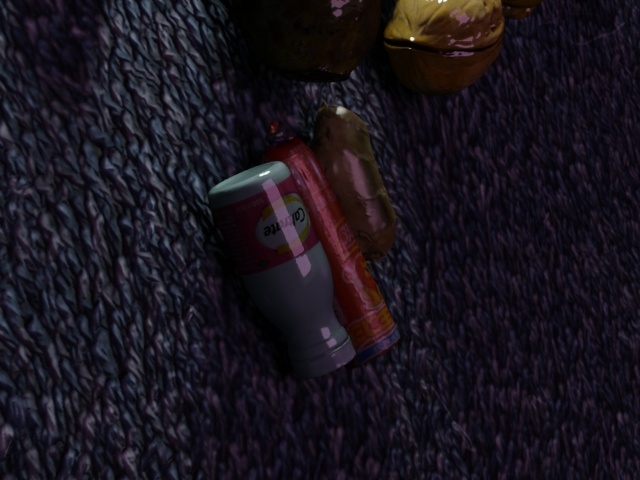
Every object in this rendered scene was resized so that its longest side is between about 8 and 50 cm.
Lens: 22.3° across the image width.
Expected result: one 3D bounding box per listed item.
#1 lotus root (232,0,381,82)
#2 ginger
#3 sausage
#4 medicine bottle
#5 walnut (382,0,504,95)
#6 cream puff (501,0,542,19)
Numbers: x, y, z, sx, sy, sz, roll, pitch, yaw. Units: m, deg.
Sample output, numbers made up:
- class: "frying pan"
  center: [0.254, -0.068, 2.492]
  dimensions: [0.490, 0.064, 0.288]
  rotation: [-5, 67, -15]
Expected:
- class: "lotus root"
  center: [-0.019, -0.302, 1.740]
  dimensions: [0.152, 0.160, 0.274]
  rotation: [8, 72, -59]
- class: "ginger"
  center: [0.033, -0.063, 1.792]
  dimensions: [0.095, 0.069, 0.190]
  rotation: [-33, 104, -72]
- class: "sausage"
  center: [0.000, 0.000, 1.731]
  dimensions: [0.074, 0.074, 0.274]
  rotation: [-37, 105, -49]
- class: "medicine bottle"
  center: [-0.035, 0.032, 1.662]
  dimensions: [0.090, 0.090, 0.216]
  rotation: [-36, 106, -49]
- class: "walnut"
  center: [0.147, -0.246, 1.937]
  dimensions: [0.180, 0.144, 0.144]
  rotation: [-42, 110, -55]
- class: "cream puff"
  center: [0.223, -0.359, 2.065]
  dimensions: [0.189, 0.129, 0.189]
  rotation: [16, 52, -22]
